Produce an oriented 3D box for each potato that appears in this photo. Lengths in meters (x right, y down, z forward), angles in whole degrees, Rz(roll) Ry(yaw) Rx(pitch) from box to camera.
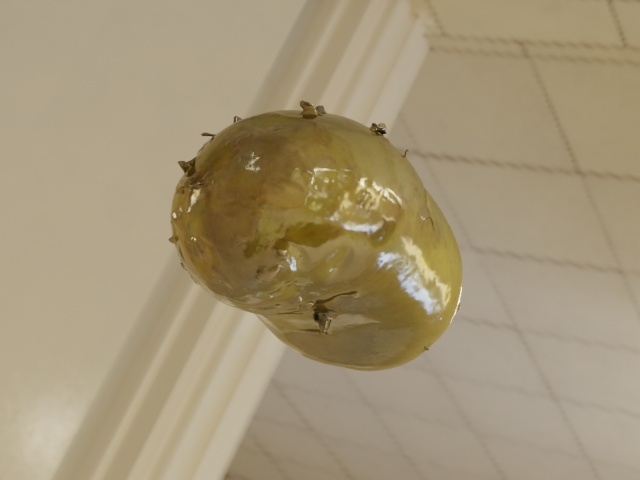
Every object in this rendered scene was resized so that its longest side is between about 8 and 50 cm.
[{"bbox_3d":[0.000,0.000,0.536,0.091,0.070,0.138,-9,154,21],"label":"potato"}]
